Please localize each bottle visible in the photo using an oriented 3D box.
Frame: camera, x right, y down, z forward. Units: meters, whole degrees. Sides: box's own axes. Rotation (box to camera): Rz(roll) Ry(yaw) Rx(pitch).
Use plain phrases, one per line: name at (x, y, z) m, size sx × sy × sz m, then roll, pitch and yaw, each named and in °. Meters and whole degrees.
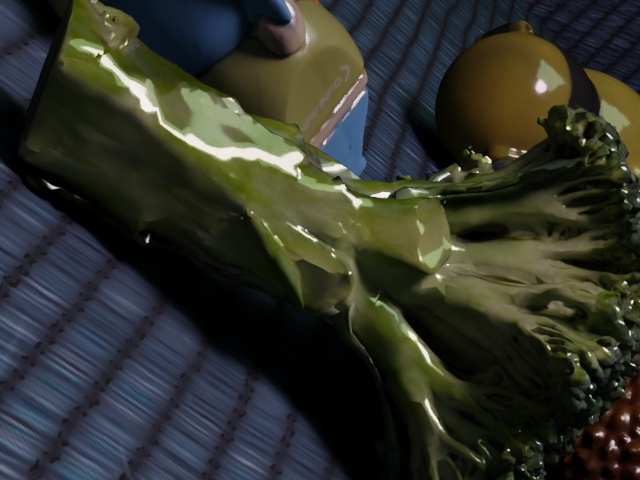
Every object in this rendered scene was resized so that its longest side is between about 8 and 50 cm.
bottle at (0.245, -0.074, 1.641) m, size 0.351 × 0.171 × 0.171 m, roll 29°, pitch 25°, yaw -40°

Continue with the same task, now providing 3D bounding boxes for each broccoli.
broccoli at (0.010, -0.018, 0.949) m, size 0.361 × 0.221 × 0.252 m, roll 45°, pitch 53°, yaw -8°

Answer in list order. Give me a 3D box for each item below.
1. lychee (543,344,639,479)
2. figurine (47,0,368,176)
lychee at (0.208, 0.145, 1.049) m, size 0.194 × 0.194 × 0.194 m, roll 43°, pitch 18°, yaw -17°
figurine at (-0.073, -0.142, 1.094) m, size 0.262 × 0.154 × 0.180 m, roll 56°, pitch -1°, yaw -39°
